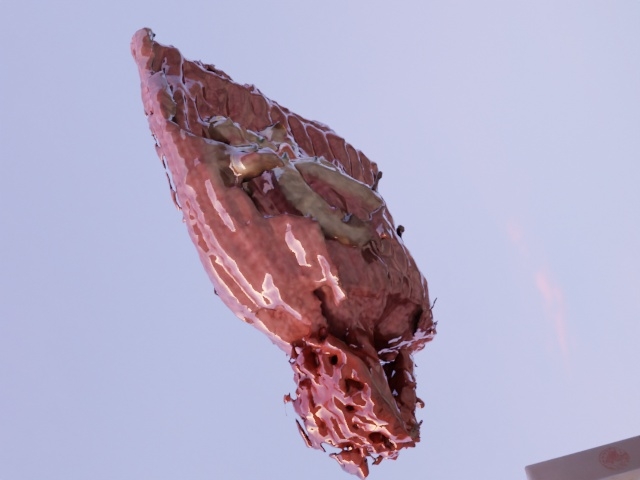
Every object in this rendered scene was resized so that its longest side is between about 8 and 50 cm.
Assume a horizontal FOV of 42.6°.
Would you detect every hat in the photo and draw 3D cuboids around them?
[{"bbox_3d":[0.000,0.000,0.497,0.236,0.107,0.286,22,-142,-41],"label":"hat"}]

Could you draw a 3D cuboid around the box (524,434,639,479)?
[{"bbox_3d":[0.252,0.250,0.668,0.058,0.141,0.201,-102,-4,-57],"label":"box"}]
